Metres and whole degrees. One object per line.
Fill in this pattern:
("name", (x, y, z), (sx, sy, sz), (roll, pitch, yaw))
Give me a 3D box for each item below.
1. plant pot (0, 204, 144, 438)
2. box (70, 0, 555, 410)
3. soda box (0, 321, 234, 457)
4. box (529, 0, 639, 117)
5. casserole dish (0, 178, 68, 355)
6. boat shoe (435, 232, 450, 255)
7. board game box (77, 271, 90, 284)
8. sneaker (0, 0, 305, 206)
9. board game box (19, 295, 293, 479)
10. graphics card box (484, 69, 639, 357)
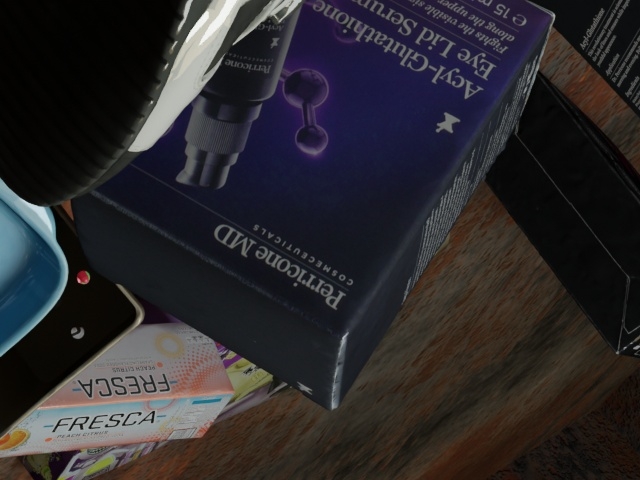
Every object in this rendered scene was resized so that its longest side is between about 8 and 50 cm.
("plant pot", (-0.161, 0.035, 0.825), (0.109, 0.109, 0.096), (-40, 174, 2))
("box", (-0.002, -0.047, 0.744), (0.207, 0.153, 0.108), (-57, 169, -22))
("soda box", (-0.151, 0.096, 0.969), (0.183, 0.063, 0.058), (-1, 141, -36))
("box", (0.242, -0.197, 0.899), (0.103, 0.184, 0.261), (-33, 162, -27))
("casserole dish", (-0.215, 0.031, 0.740), (0.188, 0.037, 0.114), (-40, 126, 3))
("boat shoe", (0.000, 0.000, 0.953), (0.104, 0.110, 0.307), (-37, 173, -11))
("board game box", (-0.124, 0.015, 0.950), (0.169, 0.033, 0.133), (-40, 162, 3))
("sneaker", (-0.032, -0.139, 0.609), (0.146, 0.122, 0.330), (-13, 150, -50))
("board game box", (-0.064, 0.082, 1.214), (0.347, 0.056, 0.208), (-19, 150, -46))
("graphics card box", (0.253, -0.009, 1.297), (0.094, 0.232, 0.371), (-39, 162, 14))
